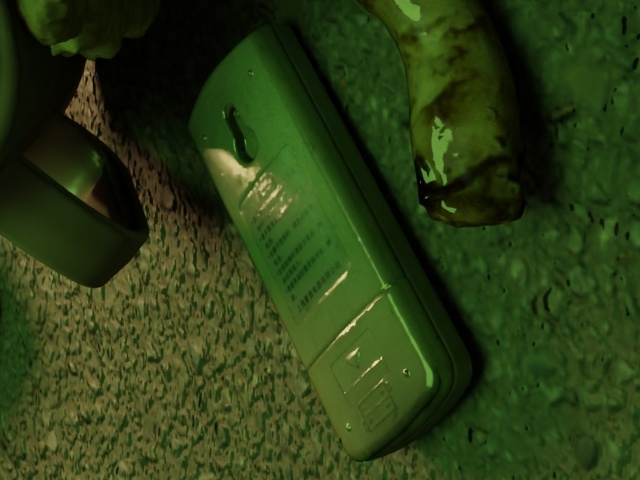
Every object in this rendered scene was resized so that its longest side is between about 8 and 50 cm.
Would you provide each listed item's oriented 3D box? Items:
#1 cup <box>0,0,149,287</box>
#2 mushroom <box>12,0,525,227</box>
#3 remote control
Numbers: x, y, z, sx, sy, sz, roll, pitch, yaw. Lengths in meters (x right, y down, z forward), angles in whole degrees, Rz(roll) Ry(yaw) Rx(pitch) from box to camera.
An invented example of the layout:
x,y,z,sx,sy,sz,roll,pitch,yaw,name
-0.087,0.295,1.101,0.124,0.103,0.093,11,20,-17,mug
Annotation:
x,y,z,sx,sy,sz,roll,pitch,yaw,name
-0.239,-0.092,0.821,0.273,0.208,0.288,-104,-6,-75,cup
-0.026,-0.156,0.702,0.302,0.233,0.208,40,156,-19,mushroom
0.000,0.000,0.763,0.098,0.038,0.233,-49,61,43,remote control
